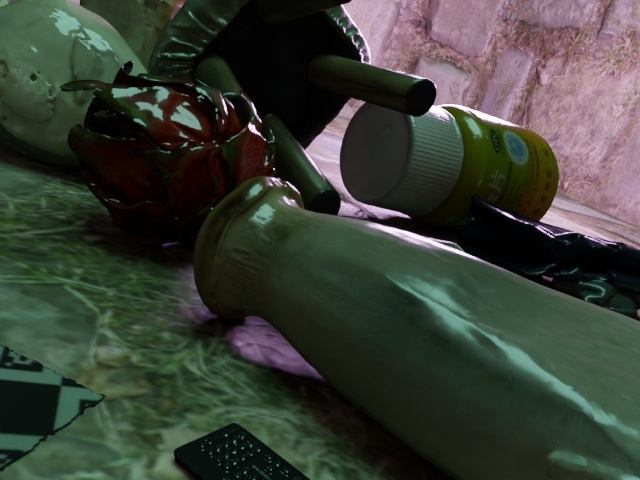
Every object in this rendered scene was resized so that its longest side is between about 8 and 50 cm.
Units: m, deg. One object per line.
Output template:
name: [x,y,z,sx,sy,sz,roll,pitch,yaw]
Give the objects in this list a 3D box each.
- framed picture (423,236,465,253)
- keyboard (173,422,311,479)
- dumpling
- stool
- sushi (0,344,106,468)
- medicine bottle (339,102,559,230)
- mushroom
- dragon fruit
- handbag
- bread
framed picture: [0.126,0.064,0.614,0.216,0.016,0.273,9,30,-30]
keyboard: [-0.007,0.143,0.307,0.155,0.010,0.053,28,20,29]
dumpling: [-0.324,-0.200,0.782,0.318,0.187,0.243,36,10,-10]
stool: [-0.033,-0.230,0.871,0.226,0.310,0.310,38,-3,46]
sushi: [-0.250,0.053,0.266,0.219,0.047,0.231,22,16,11]
medicine bottle: [0.239,-0.132,1.113,0.384,0.224,0.224,7,19,-37]
mushroom: [0.080,0.075,0.413,0.407,0.138,0.154,21,46,25]
dragon fruit: [-0.143,-0.079,0.603,0.188,0.182,0.182,17,15,10]
handbag: [0.391,0.041,0.910,0.325,0.118,0.269,14,9,-13]
bread: [-0.268,-0.288,1.010,0.224,0.279,0.250,11,12,20]
